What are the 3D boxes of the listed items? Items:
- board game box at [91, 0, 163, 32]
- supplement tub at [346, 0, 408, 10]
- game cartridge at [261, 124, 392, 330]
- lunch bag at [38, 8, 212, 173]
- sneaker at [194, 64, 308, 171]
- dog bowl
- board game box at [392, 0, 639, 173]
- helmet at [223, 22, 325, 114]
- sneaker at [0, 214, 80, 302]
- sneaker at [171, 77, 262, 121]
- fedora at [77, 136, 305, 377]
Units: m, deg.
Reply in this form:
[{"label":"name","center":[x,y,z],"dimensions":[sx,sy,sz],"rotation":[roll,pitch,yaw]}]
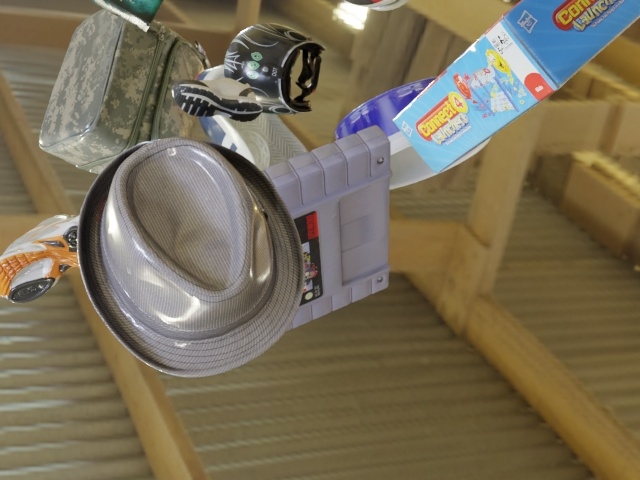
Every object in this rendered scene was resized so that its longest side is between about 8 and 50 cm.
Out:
[{"label":"board game box","center":[-0.312,-0.401,1.493],"dimensions":[0.186,0.026,0.126],"rotation":[28,-122,-14]},{"label":"supplement tub","center":[0.064,-0.533,1.832],"dimensions":[0.191,0.191,0.272],"rotation":[28,-171,30]},{"label":"game cartridge","center":[0.000,0.000,1.558],"dimensions":[0.230,0.355,0.068],"rotation":[-27,-125,-17]},{"label":"lunch bag","center":[-0.348,-0.263,1.925],"dimensions":[0.212,0.305,0.256],"rotation":[-10,151,43]},{"label":"sneaker","center":[-0.129,-0.178,1.926],"dimensions":[0.131,0.350,0.148],"rotation":[-39,-155,-22]},{"label":"dog bowl","center":[0.163,-0.185,1.800],"dimensions":[0.265,0.265,0.104],"rotation":[-10,-106,-36]},{"label":"board game box","center":[0.257,-0.232,1.104],"dimensions":[0.308,0.302,0.086],"rotation":[-41,-89,-20]},{"label":"helmet","center":[-0.085,-0.294,1.744],"dimensions":[0.161,0.169,0.169],"rotation":[20,-153,35]},{"label":"sneaker","center":[-0.350,-0.009,1.471],"dimensions":[0.262,0.099,0.121],"rotation":[-18,-149,5]},{"label":"sneaker","center":[-0.119,-0.162,1.137],"dimensions":[0.109,0.040,0.044],"rotation":[9,-132,-37]},{"label":"fedora","center":[-0.137,-0.002,1.089],"dimensions":[0.243,0.124,0.275],"rotation":[-19,-104,-14]}]
